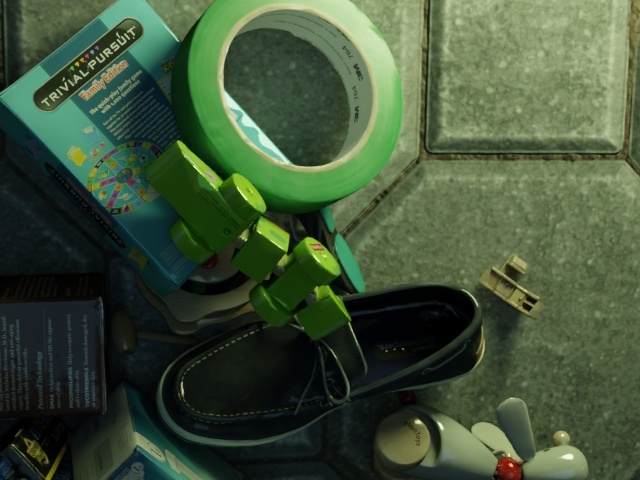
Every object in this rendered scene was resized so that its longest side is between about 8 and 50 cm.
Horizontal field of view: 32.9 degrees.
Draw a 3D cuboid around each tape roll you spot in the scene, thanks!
[{"bbox_3d":[-0.042,-0.200,1.489,0.321,0.077,0.321,6,75,-24],"label":"tape roll"}]

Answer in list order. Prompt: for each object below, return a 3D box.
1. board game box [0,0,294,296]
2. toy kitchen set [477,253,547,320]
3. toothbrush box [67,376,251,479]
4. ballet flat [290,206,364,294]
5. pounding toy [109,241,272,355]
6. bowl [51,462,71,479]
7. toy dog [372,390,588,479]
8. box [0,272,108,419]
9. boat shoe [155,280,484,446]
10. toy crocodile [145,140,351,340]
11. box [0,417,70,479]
[{"bbox_3d":[-0.235,-0.133,1.469,0.336,0.079,0.254,48,63,-9],"label":"board game box"},{"bbox_3d":[0.303,0.065,1.660,0.083,0.075,0.068,34,91,-18],"label":"toy kitchen set"},{"bbox_3d":[-0.204,0.363,1.524,0.126,0.216,0.295,-45,115,3],"label":"toothbrush box"},{"bbox_3d":[0.000,0.000,1.606,0.074,0.074,0.203,-26,109,-5],"label":"ballet flat"},{"bbox_3d":[-0.189,0.060,1.577,0.269,0.155,0.154,-17,73,-16],"label":"pounding toy"},{"bbox_3d":[-0.354,0.376,1.578,0.170,0.170,0.080,20,52,-13],"label":"bowl"},{"bbox_3d":[0.226,0.293,1.646,0.333,0.220,0.161,14,65,-19],"label":"toy dog"},{"bbox_3d":[-0.398,0.143,1.501,0.203,0.168,0.167,-2,101,-9],"label":"box"},{"bbox_3d":[0.008,0.163,1.552,0.500,0.156,0.187,-12,62,-12],"label":"boat shoe"},{"bbox_3d":[-0.085,0.005,1.412,0.340,0.105,0.115,42,107,-15],"label":"toy crocodile"},{"bbox_3d":[-0.496,0.372,1.474,0.322,0.257,0.079,-40,95,-2],"label":"box"}]
